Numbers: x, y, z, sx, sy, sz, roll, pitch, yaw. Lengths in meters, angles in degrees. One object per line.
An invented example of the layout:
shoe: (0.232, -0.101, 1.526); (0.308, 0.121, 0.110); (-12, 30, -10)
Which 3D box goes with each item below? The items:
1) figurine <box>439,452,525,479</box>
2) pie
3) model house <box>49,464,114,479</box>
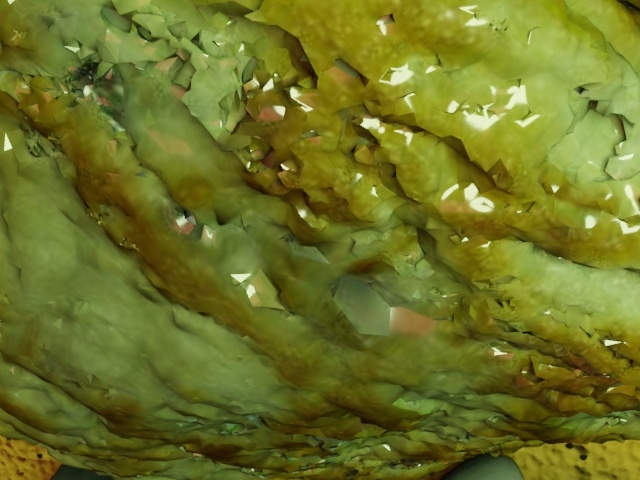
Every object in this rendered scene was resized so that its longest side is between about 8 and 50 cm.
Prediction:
figurine: (0.192, 0.185, 0.629); (0.382, 0.224, 0.205); (-20, 83, -1)
pie: (-0.024, 0.005, 0.508); (0.395, 0.180, 0.418); (28, 136, -26)
model house: (-0.113, 0.305, 0.681); (0.190, 0.301, 0.271); (5, 114, 22)
